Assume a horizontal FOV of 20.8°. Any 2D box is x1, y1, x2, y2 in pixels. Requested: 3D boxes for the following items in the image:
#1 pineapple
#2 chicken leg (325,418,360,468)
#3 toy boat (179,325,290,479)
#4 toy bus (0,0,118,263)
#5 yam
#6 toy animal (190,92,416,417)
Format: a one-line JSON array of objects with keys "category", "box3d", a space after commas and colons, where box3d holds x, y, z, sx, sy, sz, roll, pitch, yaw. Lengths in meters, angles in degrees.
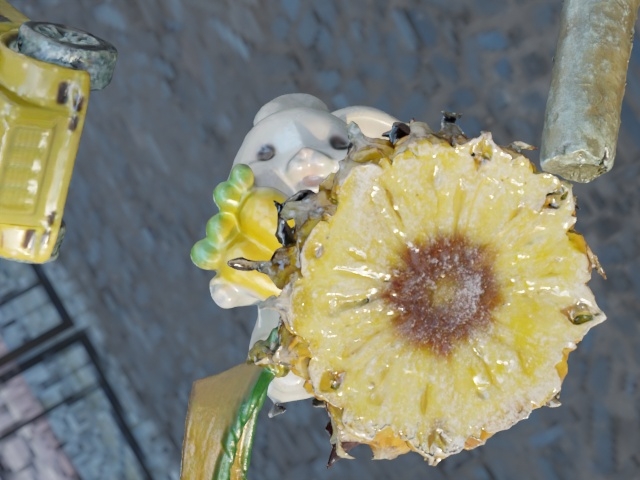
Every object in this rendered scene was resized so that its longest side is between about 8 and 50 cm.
[{"category": "pineapple", "box3d": [0.060, 0.027, 0.978, 0.221, 0.221, 0.047, 64, 167, -9]}, {"category": "chicken leg", "box3d": [0.057, 0.053, 1.282, 0.063, 0.233, 0.105, 22, 153, -11]}, {"category": "toy boat", "box3d": [-0.059, 0.171, 1.339, 0.089, 0.088, 0.229, -53, -31, -78]}, {"category": "toy bus", "box3d": [-0.236, -0.103, 0.973, 0.335, 0.123, 0.121, 39, 117, 50]}, {"category": "yam", "box3d": [0.310, -0.185, 2.011, 0.093, 0.259, 0.093, 10, 152, 5]}, {"category": "toy animal", "box3d": [0.001, -0.001, 1.655, 0.247, 0.183, 0.310, -1, -102, -73]}]
